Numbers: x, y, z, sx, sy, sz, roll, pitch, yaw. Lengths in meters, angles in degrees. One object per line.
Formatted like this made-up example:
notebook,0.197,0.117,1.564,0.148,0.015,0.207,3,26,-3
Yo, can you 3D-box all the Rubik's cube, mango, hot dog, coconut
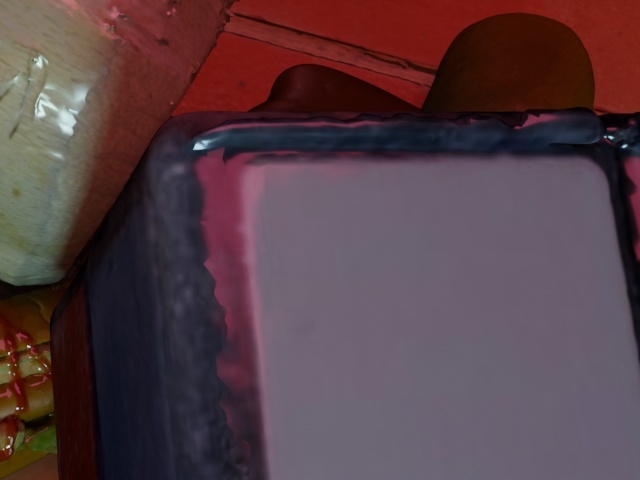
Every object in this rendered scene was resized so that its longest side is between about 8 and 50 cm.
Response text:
Rubik's cube,0.065,0.137,0.472,0.316,0.318,0.313,-3,77,-18
mango,0.159,-0.110,0.953,0.137,0.091,0.237,19,51,8
hot dog,-0.197,0.092,0.648,0.250,0.104,0.076,-17,14,-34
coconut,-0.195,-0.136,0.649,0.255,0.297,0.297,34,45,-10

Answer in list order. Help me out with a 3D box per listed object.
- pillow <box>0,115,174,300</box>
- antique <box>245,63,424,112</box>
pillow,-0.201,-0.044,0.803,0.169,0.059,0.255,25,45,5
antique,0.000,0.000,0.772,0.224,0.129,0.278,8,47,-10
